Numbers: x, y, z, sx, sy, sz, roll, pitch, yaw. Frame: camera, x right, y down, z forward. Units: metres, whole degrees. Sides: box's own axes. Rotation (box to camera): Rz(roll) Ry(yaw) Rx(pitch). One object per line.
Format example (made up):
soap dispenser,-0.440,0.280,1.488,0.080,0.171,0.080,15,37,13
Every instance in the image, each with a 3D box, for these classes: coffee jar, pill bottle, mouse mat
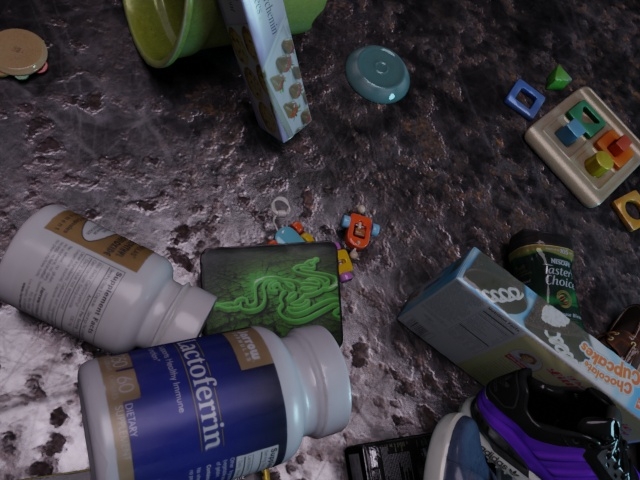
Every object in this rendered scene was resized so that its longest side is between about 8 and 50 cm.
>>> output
coffee jar,0.343,0.074,0.926,0.096,0.079,0.185,7,67,-13
pill bottle,-0.109,0.176,0.645,0.264,0.153,0.153,-9,71,-25
pill bottle,-0.249,0.062,0.730,0.229,0.131,0.131,27,64,-4
mouse mat,-0.063,0.080,0.814,0.189,0.007,0.153,-4,89,-15

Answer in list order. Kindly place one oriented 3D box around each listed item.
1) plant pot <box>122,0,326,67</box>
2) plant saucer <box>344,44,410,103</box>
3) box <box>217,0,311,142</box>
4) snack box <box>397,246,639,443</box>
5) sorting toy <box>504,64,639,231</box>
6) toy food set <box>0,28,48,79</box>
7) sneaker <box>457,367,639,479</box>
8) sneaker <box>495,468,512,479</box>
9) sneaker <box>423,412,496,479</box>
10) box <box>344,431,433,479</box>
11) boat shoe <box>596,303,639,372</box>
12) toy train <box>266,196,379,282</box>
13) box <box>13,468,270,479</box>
plant pot,-0.134,-0.402,0.899,0.253,0.276,0.276,-12,72,-33
plant saucer,0.101,-0.290,1.034,0.119,0.021,0.120,6,68,-15
box,-0.081,-0.275,0.814,0.063,0.324,0.067,-42,57,-20
snack box,0.277,0.157,0.813,0.322,0.187,0.060,38,62,0
sorting toy,0.489,-0.177,1.087,0.196,0.047,0.348,-37,83,-25
toy food set,-0.434,-0.268,0.870,0.082,0.020,0.083,6,67,-14
sneaker,0.324,0.258,0.727,0.293,0.146,0.102,33,36,4
sneaker,0.336,0.388,0.777,0.105,0.115,0.281,-26,78,-24
sneaker,0.205,0.355,0.627,0.131,0.148,0.350,17,61,-54
box,0.122,0.338,0.756,0.147,0.077,0.180,-4,70,-18
boat shoe,0.450,0.175,0.920,0.073,0.073,0.207,35,63,-3
toy train,0.000,0.000,0.877,0.166,0.046,0.125,12,65,-15
box,-0.206,0.372,0.649,0.321,0.079,0.257,-2,71,-17
